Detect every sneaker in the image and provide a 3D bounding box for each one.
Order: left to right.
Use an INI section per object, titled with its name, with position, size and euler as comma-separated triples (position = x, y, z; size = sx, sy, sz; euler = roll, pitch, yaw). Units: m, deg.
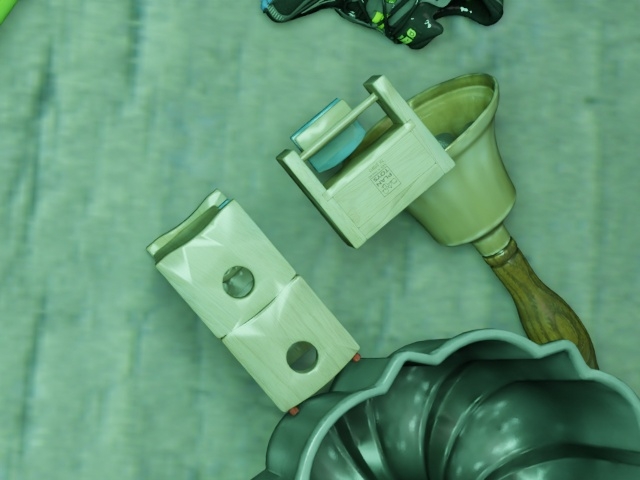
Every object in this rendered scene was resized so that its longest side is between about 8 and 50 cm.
[sneaker]
position = 0.050, -0.173, 1.228
size = 0.188, 0.067, 0.078
euler = -7, 82, -23

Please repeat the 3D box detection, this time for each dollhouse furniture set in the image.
[dollhouse furniture set]
position = 0.000, 0.000, 1.140
size = 0.183, 0.129, 0.129
euler = -40, 99, -3

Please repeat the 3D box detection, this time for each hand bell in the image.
[hand bell]
position = 0.132, 0.013, 1.238
size = 0.126, 0.126, 0.242
euler = -43, 113, -18

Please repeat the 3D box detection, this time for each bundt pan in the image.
[bundt pan]
position = 0.075, 0.215, 1.152
size = 0.331, 0.124, 0.331
euler = -2, 95, -29

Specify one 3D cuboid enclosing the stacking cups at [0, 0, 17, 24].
[stacking cups]
position = -0.257, -0.115, 1.076
size = 0.096, 0.096, 0.316
euler = 34, 66, -13
